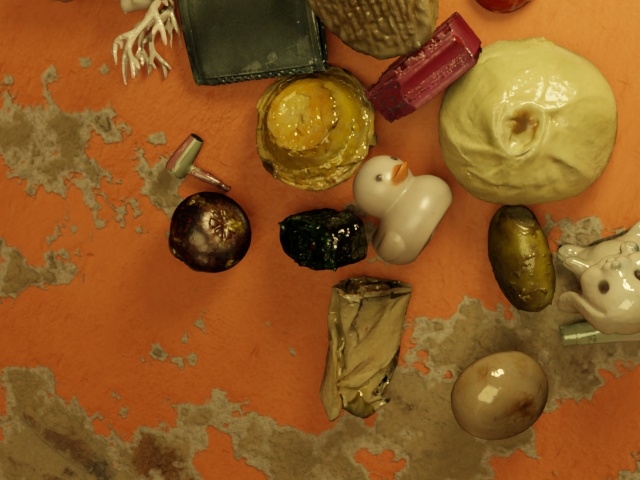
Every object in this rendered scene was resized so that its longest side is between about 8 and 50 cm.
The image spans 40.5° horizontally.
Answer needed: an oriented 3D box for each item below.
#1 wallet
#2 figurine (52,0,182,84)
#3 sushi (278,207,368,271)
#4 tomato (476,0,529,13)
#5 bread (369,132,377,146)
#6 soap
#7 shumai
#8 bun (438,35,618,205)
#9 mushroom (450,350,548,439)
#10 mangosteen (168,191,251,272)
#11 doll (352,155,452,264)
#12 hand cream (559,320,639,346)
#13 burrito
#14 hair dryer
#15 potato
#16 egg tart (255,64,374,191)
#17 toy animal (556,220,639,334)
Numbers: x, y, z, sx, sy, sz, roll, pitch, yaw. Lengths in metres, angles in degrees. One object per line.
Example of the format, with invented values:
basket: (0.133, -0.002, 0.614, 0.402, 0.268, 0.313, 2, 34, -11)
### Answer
wallet: (-0.145, -0.464, 1.865, 0.342, 0.075, 0.237, -1, 110, 30)
figurine: (-0.439, -0.510, 1.903, 0.315, 0.206, 0.284, 22, 105, 13)
sushi: (0.000, 0.000, 1.913, 0.225, 0.127, 0.124, 14, 117, 56)
tomato: (0.374, -0.528, 1.728, 0.159, 0.091, 0.139, -34, 97, 19)
bread: (0.066, -0.229, 1.916, 0.110, 0.060, 0.066, -8, 92, 20)
soap: (0.204, -0.350, 1.781, 0.250, 0.162, 0.099, -35, 108, 30)
shumai: (0.121, -0.547, 1.702, 0.314, 0.262, 0.267, 45, 139, -20)
bun: (0.413, -0.227, 1.752, 0.364, 0.202, 0.365, 3, 105, 12)
mushroom: (0.399, 0.340, 1.953, 0.226, 0.178, 0.227, -6, 131, -7)
mangosteen: (-0.267, -0.010, 2.018, 0.192, 0.192, 0.217, 53, 143, -5)
doll: (0.158, -0.073, 1.852, 0.221, 0.221, 0.251, 26, 144, 5)
hand cream: (0.631, 0.198, 1.907, 0.204, 0.050, 0.078, -9, 104, 13)
burrito: (0.087, 0.249, 2.011, 0.135, 0.190, 0.332, 26, 113, 44)
hair dryer: (-0.275, -0.166, 2.035, 0.154, 0.054, 0.106, 39, 108, -10)
potato: (0.428, 0.038, 1.863, 0.149, 0.113, 0.251, 8, 122, 59)
egg tart: (-0.024, -0.251, 1.858, 0.294, 0.116, 0.295, -3, 81, 21)
toy animal: (0.600, 0.091, 1.778, 0.249, 0.289, 0.174, -17, 105, 39)
